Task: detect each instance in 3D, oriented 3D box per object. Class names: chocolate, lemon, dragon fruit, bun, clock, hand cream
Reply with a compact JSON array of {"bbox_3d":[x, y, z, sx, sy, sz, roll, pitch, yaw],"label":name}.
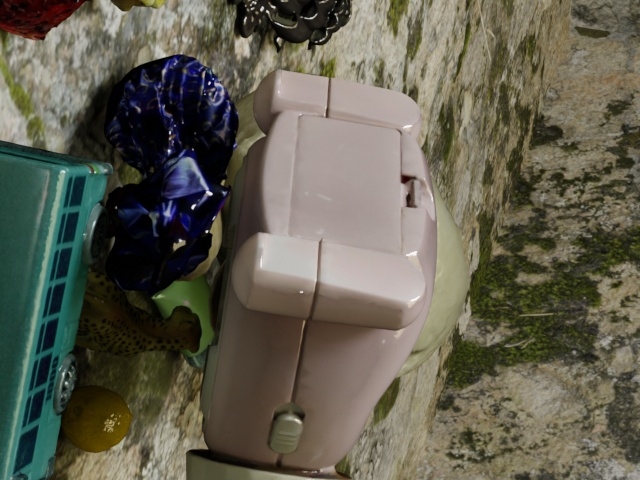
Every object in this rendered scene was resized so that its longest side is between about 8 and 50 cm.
[{"bbox_3d":[-0.127,-0.038,1.223,0.126,0.148,0.343,51,13,-25],"label":"chocolate"},{"bbox_3d":[-0.214,0.171,1.390,0.092,0.065,0.065,41,61,-61],"label":"lemon"},{"bbox_3d":[-0.212,-0.225,1.133,0.063,0.097,0.131,52,32,-73],"label":"dragon fruit"},{"bbox_3d":[0.000,0.000,1.609,0.211,0.359,0.360,-37,148,-16],"label":"bun"},{"bbox_3d":[-0.018,0.062,1.272,0.342,0.184,0.326,-79,-174,-51],"label":"clock"},{"bbox_3d":[-0.146,0.071,1.590,0.175,0.046,0.095,70,36,-49],"label":"hand cream"}]

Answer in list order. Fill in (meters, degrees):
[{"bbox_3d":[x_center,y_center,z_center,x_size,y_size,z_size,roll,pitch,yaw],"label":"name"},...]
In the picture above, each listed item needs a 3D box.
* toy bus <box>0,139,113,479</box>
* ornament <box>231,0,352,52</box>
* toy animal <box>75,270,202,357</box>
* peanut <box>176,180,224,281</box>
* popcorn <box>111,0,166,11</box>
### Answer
[{"bbox_3d":[-0.247,0.056,1.071,0.147,0.128,0.256,-14,115,-82],"label":"toy bus"},{"bbox_3d":[-0.012,-0.320,1.689,0.251,0.106,0.260,61,48,-62],"label":"ornament"},{"bbox_3d":[-0.191,0.056,1.261,0.181,0.136,0.073,62,43,-64],"label":"toy animal"},{"bbox_3d":[-0.134,-0.051,1.487,0.082,0.082,0.187,-34,132,-67],"label":"peanut"},{"bbox_3d":[-0.143,-0.267,1.207,0.162,0.141,0.136,37,61,-28],"label":"popcorn"}]
